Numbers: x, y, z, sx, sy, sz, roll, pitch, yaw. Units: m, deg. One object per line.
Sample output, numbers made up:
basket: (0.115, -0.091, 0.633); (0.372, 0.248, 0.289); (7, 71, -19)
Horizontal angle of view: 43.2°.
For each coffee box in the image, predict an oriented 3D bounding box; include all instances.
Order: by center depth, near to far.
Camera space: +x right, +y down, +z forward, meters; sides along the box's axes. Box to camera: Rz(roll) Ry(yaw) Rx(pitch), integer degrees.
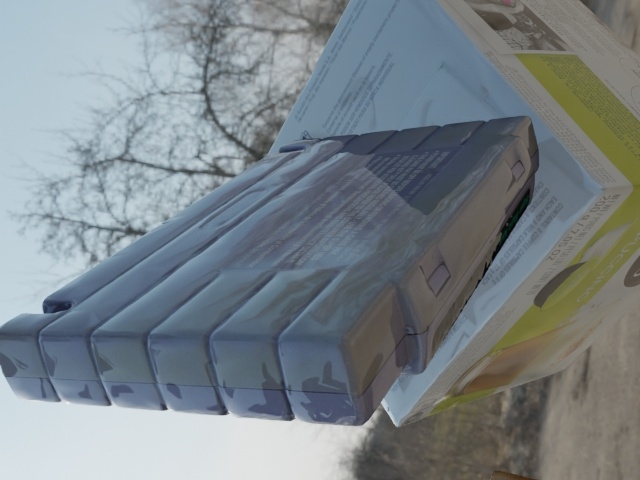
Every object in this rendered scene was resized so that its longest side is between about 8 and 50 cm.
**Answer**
coffee box: (0.188, -0.059, 0.891); (0.334, 0.338, 0.337); (-5, -39, -41)

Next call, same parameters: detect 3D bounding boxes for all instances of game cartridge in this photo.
game cartridge: (0.000, 0.000, 0.531); (0.355, 0.230, 0.068); (-42, -52, -54)

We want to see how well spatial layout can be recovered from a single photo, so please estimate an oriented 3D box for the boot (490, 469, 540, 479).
boot: (0.263, 0.207, 0.613); (0.096, 0.280, 0.264); (33, -118, -40)
